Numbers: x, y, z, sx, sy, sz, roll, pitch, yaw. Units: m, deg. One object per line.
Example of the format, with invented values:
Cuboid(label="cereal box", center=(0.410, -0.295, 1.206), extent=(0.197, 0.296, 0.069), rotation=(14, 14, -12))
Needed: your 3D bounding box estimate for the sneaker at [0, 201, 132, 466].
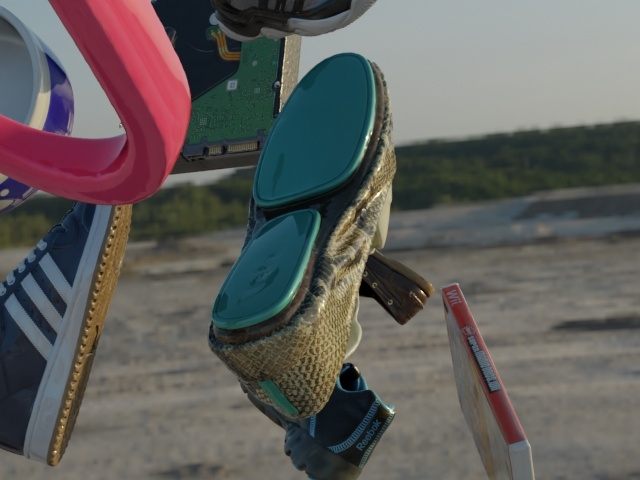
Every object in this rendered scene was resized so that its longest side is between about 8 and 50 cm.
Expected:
Cuboid(label="sneaker", center=(-0.273, 0.050, 1.316), extent=(0.153, 0.282, 0.099), rotation=(15, -4, 3))

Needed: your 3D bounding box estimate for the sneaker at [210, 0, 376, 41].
Cuboid(label="sneaker", center=(-0.052, -0.332, 1.777), extent=(0.268, 0.101, 0.153), rotation=(-3, -42, 39))

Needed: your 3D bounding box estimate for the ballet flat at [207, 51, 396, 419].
Cuboid(label="ballet flat", center=(0.000, 0.000, 1.568), extent=(0.164, 0.182, 0.483), rotation=(-13, 37, 25))

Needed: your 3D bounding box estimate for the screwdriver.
Cuboid(label="screwdriver", center=(-0.196, -0.180, 1.598), extent=(0.025, 0.024, 0.170), rotation=(15, 48, 12))

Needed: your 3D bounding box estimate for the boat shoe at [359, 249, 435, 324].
Cuboid(label="boat shoe", center=(0.063, 0.045, 1.991), extent=(0.207, 0.073, 0.073), rotation=(34, -9, 42))

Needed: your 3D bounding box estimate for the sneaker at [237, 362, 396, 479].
Cuboid(label="sneaker", center=(-0.002, 0.208, 1.921), extent=(0.125, 0.140, 0.341), rotation=(37, 3, -31))

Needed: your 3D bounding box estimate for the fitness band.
Cuboid(label="fitness band", center=(-0.186, -0.113, 0.766), extent=(0.209, 0.054, 0.291), rotation=(6, -31, 24))

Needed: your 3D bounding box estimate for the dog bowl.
Cuboid(label="dog bowl", center=(-0.444, -0.161, 1.792), extent=(0.264, 0.265, 0.104), rotation=(-4, -18, 16))

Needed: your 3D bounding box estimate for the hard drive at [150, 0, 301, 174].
Cuboid(label="hard drive", center=(-0.144, -0.263, 2.093), extent=(0.236, 0.339, 0.064), rotation=(-6, -25, 22))

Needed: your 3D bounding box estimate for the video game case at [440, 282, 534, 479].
Cuboid(label="video game case", center=(0.196, 0.210, 1.650), extent=(0.025, 0.204, 0.285), rotation=(-15, 37, -3))
